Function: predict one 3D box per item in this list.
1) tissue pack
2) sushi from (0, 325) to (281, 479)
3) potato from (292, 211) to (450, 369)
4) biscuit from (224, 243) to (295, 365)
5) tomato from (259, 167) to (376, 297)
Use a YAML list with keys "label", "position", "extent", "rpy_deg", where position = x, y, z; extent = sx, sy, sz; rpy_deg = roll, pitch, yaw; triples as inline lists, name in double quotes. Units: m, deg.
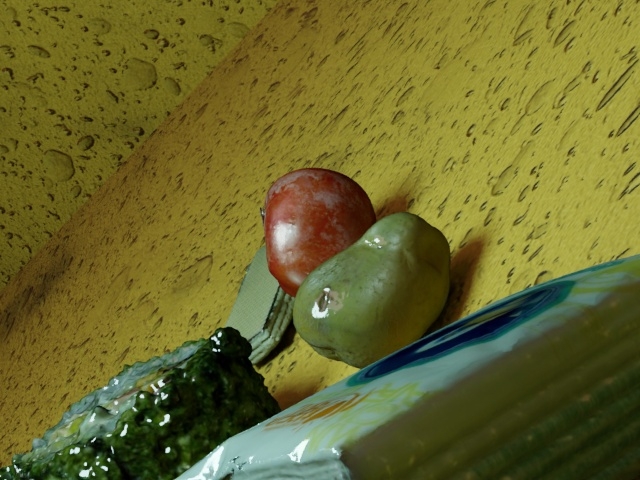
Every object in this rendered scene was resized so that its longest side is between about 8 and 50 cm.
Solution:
- label: "tissue pack"
  position: [0.116, 0.154, 1.312]
  extent: [0.388, 0.162, 0.287]
  rpy_deg: [-26, 1, -32]
- label: "sushi"
  position: [-0.224, 0.265, 2.059]
  extent: [0.294, 0.178, 0.352]
  rpy_deg: [-38, 8, -40]
- label: "potato"
  position: [0.065, 0.055, 1.896]
  extent: [0.194, 0.157, 0.157]
  rpy_deg: [-57, 18, -14]
- label: "biscuit"
  position: [-0.071, 0.079, 2.354]
  extent: [0.150, 0.052, 0.252]
  rpy_deg: [-43, 19, 42]
- label: "tomato"
  position: [0.000, 0.000, 2.175]
  extent: [0.187, 0.151, 0.187]
  rpy_deg: [176, 90, -86]
